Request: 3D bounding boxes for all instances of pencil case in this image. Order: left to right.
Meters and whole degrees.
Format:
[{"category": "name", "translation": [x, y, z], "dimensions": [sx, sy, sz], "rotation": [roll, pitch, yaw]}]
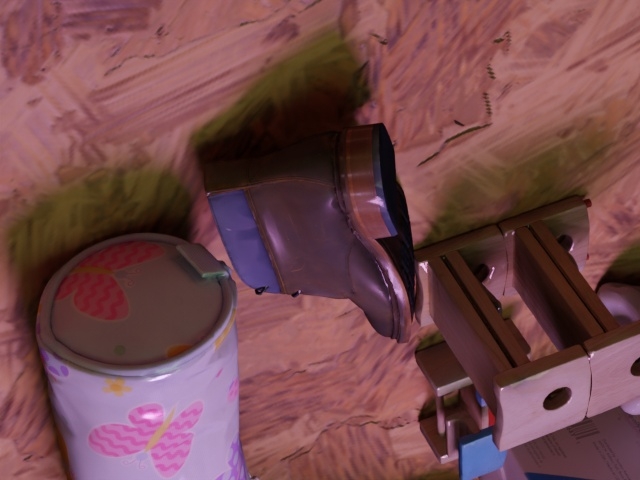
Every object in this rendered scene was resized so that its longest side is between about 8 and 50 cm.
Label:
[{"category": "pencil case", "translation": [-0.098, 0.121, 1.215], "dimensions": [0.124, 0.113, 0.273], "rotation": [-17, 138, -11]}]

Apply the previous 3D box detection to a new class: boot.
[{"category": "boot", "translation": [0.000, 0.000, 1.204], "dimensions": [0.106, 0.082, 0.219], "rotation": [-4, 148, 8]}]

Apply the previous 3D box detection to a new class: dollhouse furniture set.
[{"category": "dollhouse furniture set", "translation": [0.148, 0.091, 1.319], "dimensions": [0.129, 0.129, 0.184], "rotation": [-19, 137, -13]}]

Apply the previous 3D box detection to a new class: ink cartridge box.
[{"category": "ink cartridge box", "translation": [0.249, 0.166, 1.453], "dimensions": [0.231, 0.134, 0.078], "rotation": [-14, 136, -18]}]

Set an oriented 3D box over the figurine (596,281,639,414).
[{"category": "figurine", "translation": [0.313, 0.018, 1.386], "dimensions": [0.209, 0.092, 0.215], "rotation": [-7, 135, -31]}]
